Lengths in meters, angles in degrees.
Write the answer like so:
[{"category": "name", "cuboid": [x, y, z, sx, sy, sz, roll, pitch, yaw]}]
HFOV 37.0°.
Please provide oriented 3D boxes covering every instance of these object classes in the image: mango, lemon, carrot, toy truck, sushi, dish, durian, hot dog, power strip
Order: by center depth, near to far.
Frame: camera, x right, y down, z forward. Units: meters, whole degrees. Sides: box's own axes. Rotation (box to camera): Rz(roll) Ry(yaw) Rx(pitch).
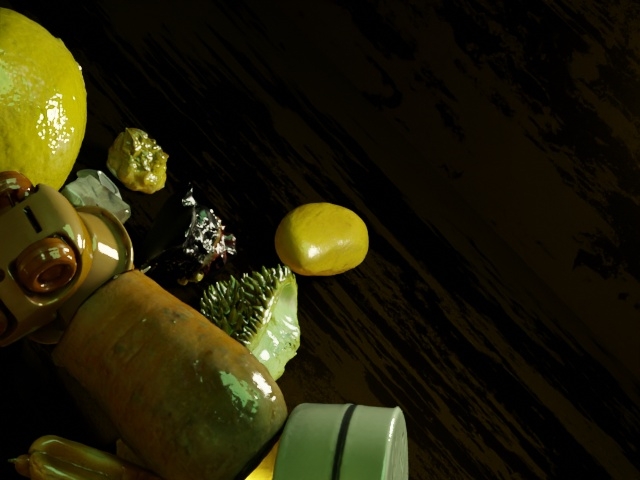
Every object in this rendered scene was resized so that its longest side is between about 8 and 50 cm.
[{"category": "hot dog", "cuboid": [-0.305, 0.346, 1.335, 0.270, 0.072, 0.109, 31, 23, -25]}, {"category": "carrot", "cuboid": [-0.216, 0.208, 1.402, 0.341, 0.224, 0.224, 41, 23, 14]}, {"category": "power strip", "cuboid": [0.038, 0.397, 1.403, 0.162, 0.357, 0.357, 1, 21, 12]}, {"category": "toy truck", "cuboid": [-0.449, 0.037, 1.437, 0.204, 0.288, 0.211, 52, 1, 26]}, {"category": "lemon", "cuboid": [-0.562, -0.180, 1.536, 0.364, 0.364, 0.364, 33, 25, -17]}, {"category": "durian", "cuboid": [-0.139, 0.171, 1.882, 0.394, 0.163, 0.198, -63, 143, -66]}, {"category": "sushi", "cuboid": [-0.253, 0.009, 1.897, 0.150, 0.153, 0.172, 43, 30, -30]}, {"category": "dish", "cuboid": [-0.445, -0.108, 1.950, 0.091, 0.039, 0.137, 7, 42, -52]}, {"category": "mango", "cuboid": [-0.004, -0.006, 2.310, 0.195, 0.142, 0.332, 46, 26, 23]}]

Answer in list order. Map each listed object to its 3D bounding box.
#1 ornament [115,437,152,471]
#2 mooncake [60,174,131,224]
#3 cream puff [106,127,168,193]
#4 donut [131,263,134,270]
[{"category": "ornament", "cuboid": [-0.225, 0.324, 1.511, 0.201, 0.059, 0.180, 25, 26, -28]}, {"category": "mooncake", "cuboid": [-0.436, -0.058, 1.835, 0.125, 0.073, 0.130, 43, 25, -2]}, {"category": "cream puff", "cuboid": [-0.389, -0.180, 2.071, 0.146, 0.116, 0.146, 30, 25, -15]}, {"category": "donut", "cuboid": [-0.429, 0.040, 1.679, 0.190, 0.074, 0.174, 0, 47, -50]}]
